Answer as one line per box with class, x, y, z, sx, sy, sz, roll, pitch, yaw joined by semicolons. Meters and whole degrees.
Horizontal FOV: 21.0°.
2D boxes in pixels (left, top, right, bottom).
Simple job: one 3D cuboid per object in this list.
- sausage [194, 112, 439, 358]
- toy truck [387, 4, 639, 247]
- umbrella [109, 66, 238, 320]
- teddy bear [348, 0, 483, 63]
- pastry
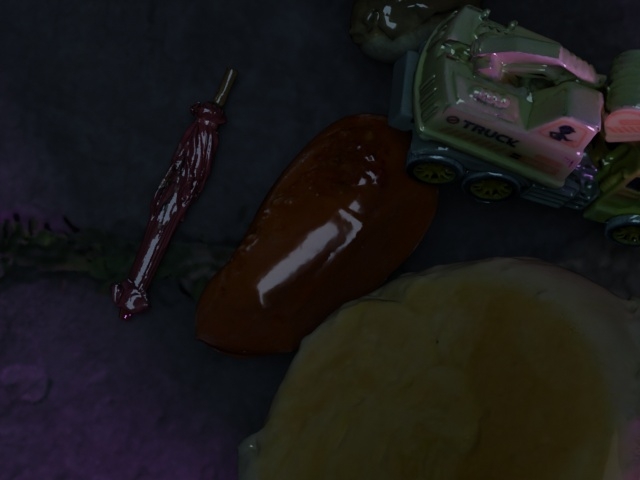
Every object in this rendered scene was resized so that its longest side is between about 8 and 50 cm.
sausage;0.000;0.000;0.995;0.089;0.089;0.179;40;83;7
toy truck;0.139;-0.071;0.956;0.191;0.116;0.085;17;64;-15
umbrella;-0.086;-0.029;1.033;0.027;0.025;0.165;24;85;-17
teddy bear;0.083;-0.250;0.945;0.267;0.256;0.156;-43;78;-5
pastry;0.083;0.124;0.913;0.264;0.133;0.265;-16;59;29
